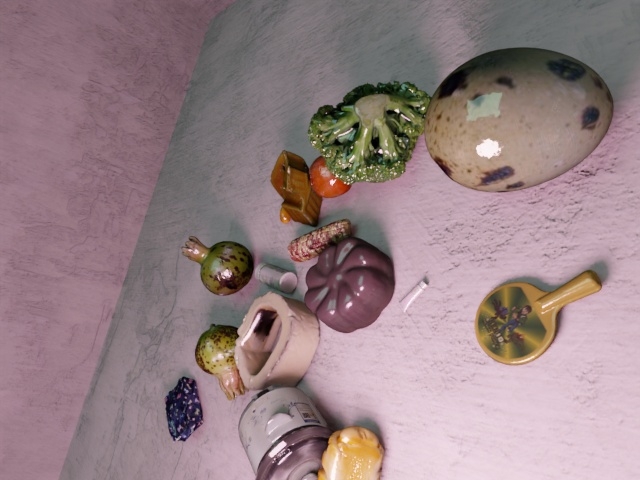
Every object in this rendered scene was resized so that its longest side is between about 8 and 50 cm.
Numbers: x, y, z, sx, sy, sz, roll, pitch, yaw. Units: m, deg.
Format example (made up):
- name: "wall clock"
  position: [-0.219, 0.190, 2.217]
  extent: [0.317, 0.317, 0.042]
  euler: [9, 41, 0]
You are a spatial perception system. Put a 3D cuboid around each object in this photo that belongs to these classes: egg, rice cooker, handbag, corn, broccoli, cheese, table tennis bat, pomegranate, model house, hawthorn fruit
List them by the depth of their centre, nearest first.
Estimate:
- name: "table tennis bat"
  position: [0.507, 0.170, 1.098]
  extent: [0.321, 0.050, 0.199]
  euler: [-41, 44, 32]
- name: "egg"
  position: [0.467, -0.294, 1.137]
  extent: [0.427, 0.345, 0.345]
  euler: [-4, 68, 40]
- name: "rice cooker"
  position: [-0.095, 0.597, 1.364]
  extent: [0.264, 0.317, 0.317]
  euler: [-23, 39, -18]
- name: "broccoli"
  position: [0.163, -0.352, 1.532]
  extent: [0.412, 0.322, 0.310]
  euler: [-5, 19, 7]
- name: "cheese"
  position: [-0.163, 0.362, 1.641]
  extent: [0.292, 0.153, 0.333]
  euler: [29, 92, 50]
- name: "corn"
  position: [0.000, 0.000, 1.692]
  extent: [0.289, 0.098, 0.098]
  euler: [-25, 54, 33]
- name: "hawthorn fruit"
  position: [0.044, -0.240, 1.709]
  extent: [0.172, 0.172, 0.173]
  euler: [-23, 55, 38]
- name: "pomegranate"
  position: [-0.375, 0.462, 1.781]
  extent: [0.203, 0.222, 0.277]
  euler: [2, 90, 30]
- name: "model house"
  position: [-0.096, -0.179, 1.797]
  extent: [0.173, 0.268, 0.239]
  euler: [-26, 52, 12]
- name: "handbag"
  position: [-0.577, 0.710, 1.945]
  extent: [0.162, 0.113, 0.260]
  euler: [-47, 42, 13]
- name: "pomegranate"
  position: [-0.427, 0.084, 1.968]
  extent: [0.306, 0.242, 0.242]
  euler: [48, 113, 5]

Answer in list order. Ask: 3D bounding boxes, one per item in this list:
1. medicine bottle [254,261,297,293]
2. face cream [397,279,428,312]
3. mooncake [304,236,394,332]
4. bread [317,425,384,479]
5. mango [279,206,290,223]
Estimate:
- name: "medicine bottle"
  position: [-0.176, 0.145, 1.813]
  extent: [0.183, 0.086, 0.086]
  euler: [16, 83, 50]
- name: "face cream"
  position: [0.273, 0.164, 1.368]
  extent: [0.115, 0.020, 0.038]
  euler: [-51, 42, 20]
- name: "mooncake"
  position: [0.084, 0.139, 1.488]
  extent: [0.306, 0.154, 0.306]
  euler: [-25, 52, 36]
- name: "bread"
  position: [0.069, 0.656, 1.234]
  extent: [0.121, 0.172, 0.312]
  euler: [148, 141, -72]
- name: "mango"
  position: [-0.148, -0.111, 1.936]
  extent: [0.046, 0.060, 0.089]
  euler: [-6, 57, 1]
